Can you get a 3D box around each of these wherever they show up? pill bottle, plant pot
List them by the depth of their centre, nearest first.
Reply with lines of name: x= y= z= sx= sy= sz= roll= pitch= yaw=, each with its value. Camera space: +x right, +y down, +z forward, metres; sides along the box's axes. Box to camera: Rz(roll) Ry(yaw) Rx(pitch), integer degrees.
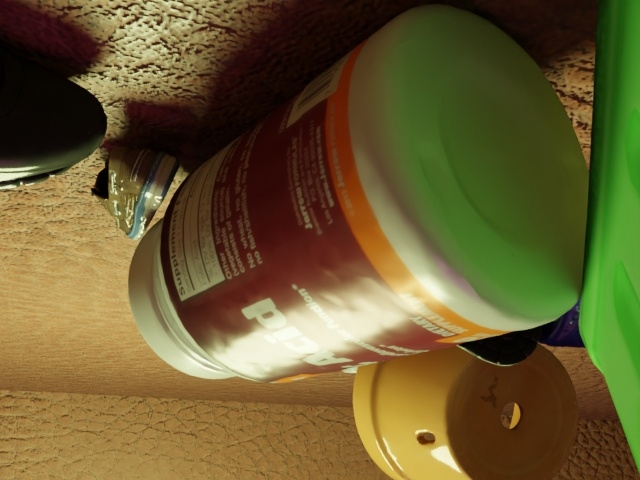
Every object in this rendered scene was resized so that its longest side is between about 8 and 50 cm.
pill bottle: x=0.000 y=0.000 z=0.554 sx=0.224 sy=0.223 sz=0.392 roll=16 pitch=153 yaw=-34
plant pot: x=0.215 y=0.233 z=0.912 sx=0.291 sy=0.290 sz=0.203 roll=7 pitch=174 yaw=-17

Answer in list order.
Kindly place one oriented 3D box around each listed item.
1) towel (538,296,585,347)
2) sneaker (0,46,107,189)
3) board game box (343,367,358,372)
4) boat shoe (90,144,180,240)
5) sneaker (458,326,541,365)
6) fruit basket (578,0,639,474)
towel: x=0.448 y=0.055 z=0.814 sx=0.309 sy=0.076 sz=0.227 roll=8 pitch=133 yaw=-11
sneaker: x=-0.287 y=-0.117 z=0.436 sx=0.286 sy=0.109 sz=0.130 roll=11 pitch=150 yaw=-29
board game box: x=0.196 y=0.200 z=1.290 sx=0.390 sy=0.050 sz=0.390 roll=-6 pitch=157 yaw=14
boat shoe: x=-0.191 y=-0.054 z=0.652 sx=0.066 sy=0.066 sz=0.183 roll=27 pitch=154 yaw=-15
sneaker: x=0.114 y=0.058 z=0.781 sx=0.283 sy=0.107 sz=0.124 roll=32 pitch=178 yaw=1
fruit basket: x=0.285 y=-0.078 z=0.315 sx=0.283 sy=0.391 sz=0.392 roll=5 pitch=161 yaw=24
